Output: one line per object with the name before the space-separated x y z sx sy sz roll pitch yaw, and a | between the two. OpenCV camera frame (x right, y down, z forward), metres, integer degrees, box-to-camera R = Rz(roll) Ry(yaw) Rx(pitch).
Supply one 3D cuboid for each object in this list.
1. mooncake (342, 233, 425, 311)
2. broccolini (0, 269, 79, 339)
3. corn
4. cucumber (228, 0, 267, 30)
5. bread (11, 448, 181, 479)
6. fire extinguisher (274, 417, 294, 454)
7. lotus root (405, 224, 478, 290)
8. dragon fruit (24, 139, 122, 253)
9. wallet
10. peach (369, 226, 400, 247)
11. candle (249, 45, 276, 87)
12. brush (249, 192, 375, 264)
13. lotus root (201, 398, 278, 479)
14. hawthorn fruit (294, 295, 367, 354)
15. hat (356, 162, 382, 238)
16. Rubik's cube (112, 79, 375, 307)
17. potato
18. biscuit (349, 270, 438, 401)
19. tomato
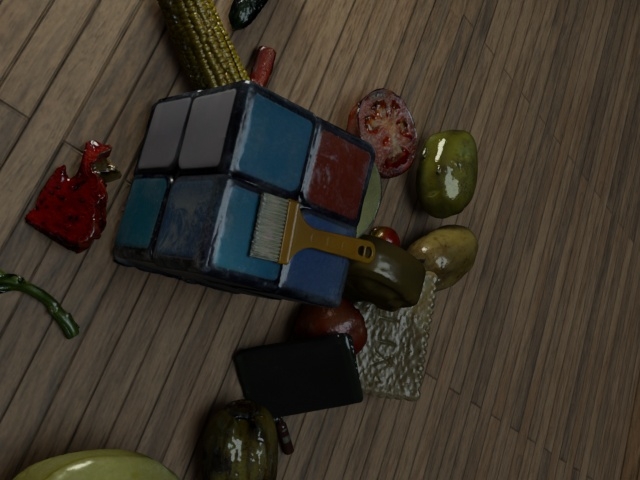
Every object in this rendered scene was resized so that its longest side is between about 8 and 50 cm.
mooncake | 0.111 0.074 1.428 0.234 0.234 0.117 32 69 -38
broccolini | -0.498 0.109 0.999 0.271 0.062 0.123 40 73 -39
corn | -0.224 -0.371 1.221 0.115 0.115 0.318 -36 111 -37
cucumber | -0.123 -0.531 1.347 0.067 0.067 0.245 50 59 -31
bread | -0.365 0.481 1.002 0.320 0.237 0.321 20 61 -41
fire extinguisher | -0.091 0.422 1.396 0.046 0.032 0.101 -18 104 -7
lotus root | 0.325 0.045 1.707 0.146 0.160 0.284 48 43 15
dragon fruit | -0.403 -0.077 1.092 0.092 0.122 0.193 72 28 -73
wallet | -0.043 0.280 1.333 0.052 0.245 0.169 -84 163 -74
peach | 0.165 0.010 1.613 0.098 0.061 0.098 10 75 -43
candle | -0.127 -0.333 1.351 0.053 0.048 0.162 37 64 -56
brush | 0.000 0.000 1.061 0.272 0.013 0.103 15 85 -43
lotus root | -0.156 0.451 1.255 0.154 0.154 0.278 1 88 -43
hawthorn fruit | 0.007 0.208 1.412 0.194 0.157 0.157 -33 112 -23
hat | 0.012 -0.088 1.406 0.130 0.257 0.258 49 50 -75
Rubik's cube | -0.137 -0.068 1.149 0.316 0.313 0.319 19 80 -41
potato | 0.335 -0.177 1.716 0.197 0.148 0.229 -17 103 -55
biscuit | 0.160 0.215 1.557 0.216 0.044 0.325 11 80 -6
tomato | 0.141 -0.259 1.578 0.224 0.085 0.225 4 84 -41
